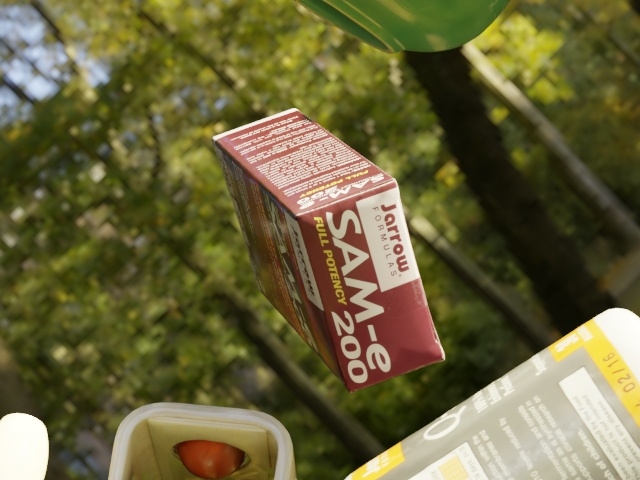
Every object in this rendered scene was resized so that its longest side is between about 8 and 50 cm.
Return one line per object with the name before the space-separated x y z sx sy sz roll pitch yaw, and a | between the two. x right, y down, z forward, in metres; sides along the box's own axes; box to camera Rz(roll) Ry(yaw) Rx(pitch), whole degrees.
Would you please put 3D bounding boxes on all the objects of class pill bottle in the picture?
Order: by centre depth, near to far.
pill bottle | 0.105 0.175 1.026 0.278 0.162 0.162 -33 -4 4

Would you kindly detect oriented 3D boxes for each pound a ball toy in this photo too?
pound a ball toy | -0.119 0.204 1.304 0.319 0.208 0.135 85 -169 -60

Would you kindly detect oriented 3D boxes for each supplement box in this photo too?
supplement box | 0.000 0.000 1.200 0.073 0.130 0.239 -20 19 -11

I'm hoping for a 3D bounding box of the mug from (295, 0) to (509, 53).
mug | 0.013 -0.142 0.700 0.097 0.158 0.129 -59 -1 2
